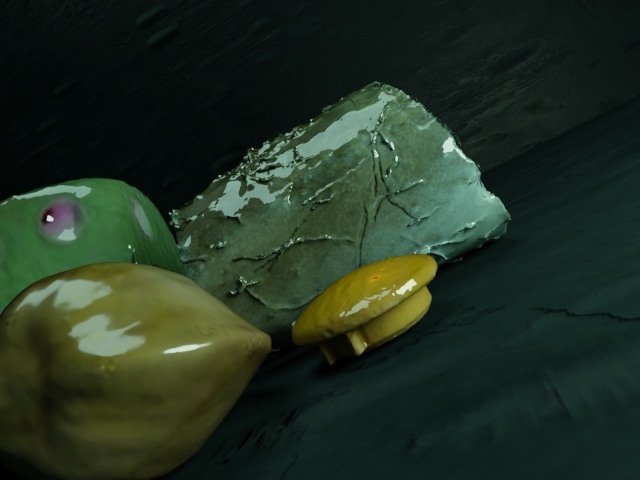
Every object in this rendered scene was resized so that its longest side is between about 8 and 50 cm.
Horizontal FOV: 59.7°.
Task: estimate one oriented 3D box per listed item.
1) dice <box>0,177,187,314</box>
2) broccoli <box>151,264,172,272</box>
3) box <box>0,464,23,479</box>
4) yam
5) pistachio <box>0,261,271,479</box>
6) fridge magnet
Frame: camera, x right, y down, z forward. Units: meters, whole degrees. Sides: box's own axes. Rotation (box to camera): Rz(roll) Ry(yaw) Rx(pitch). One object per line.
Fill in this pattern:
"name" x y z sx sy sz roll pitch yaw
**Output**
"dice" -0.415 0.102 0.984 0.322 0.330 0.318 -23 -15 -2
"broccoli" -0.221 0.086 0.670 0.198 0.177 0.275 -41 13 34
"box" -0.395 0.270 0.747 0.289 0.073 0.290 -27 1 12
"yam" 0.016 -0.022 0.665 0.348 0.241 0.241 -30 1 -2
"pistachio" -0.137 0.103 0.444 0.212 0.163 0.260 -6 -9 10
"fridge magnet" 0.040 0.057 0.490 0.143 0.063 0.143 -29 1 1
